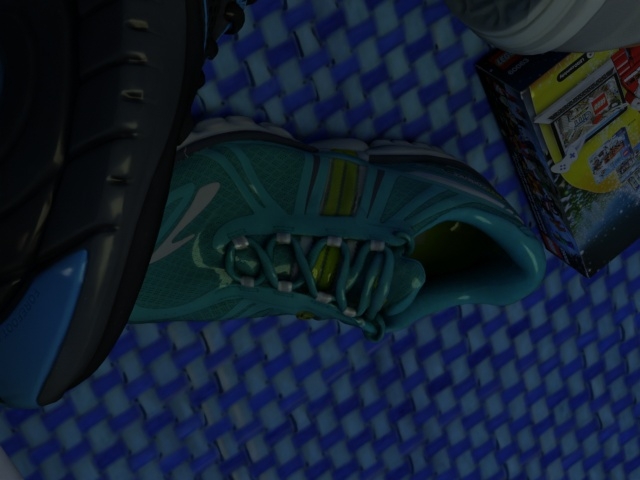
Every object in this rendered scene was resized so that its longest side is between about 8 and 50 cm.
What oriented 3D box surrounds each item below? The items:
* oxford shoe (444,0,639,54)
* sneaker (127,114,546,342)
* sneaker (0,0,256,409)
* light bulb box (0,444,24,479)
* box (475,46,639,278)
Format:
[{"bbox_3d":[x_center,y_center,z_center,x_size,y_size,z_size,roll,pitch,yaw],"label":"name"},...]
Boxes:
[{"bbox_3d":[0.208,-0.285,0.930,0.130,0.169,0.449,9,118,-38],"label":"oxford shoe"},{"bbox_3d":[0.000,0.000,0.988,0.275,0.110,0.107,-6,121,-35],"label":"sneaker"},{"bbox_3d":[-0.074,-0.095,0.792,0.140,0.125,0.340,21,77,-55],"label":"sneaker"},{"bbox_3d":[-0.287,0.197,0.809,0.361,0.225,0.358,-38,134,-14],"label":"light bulb box"},{"bbox_3d":[0.211,-0.107,1.130,0.233,0.044,0.159,-38,134,-12],"label":"box"}]
